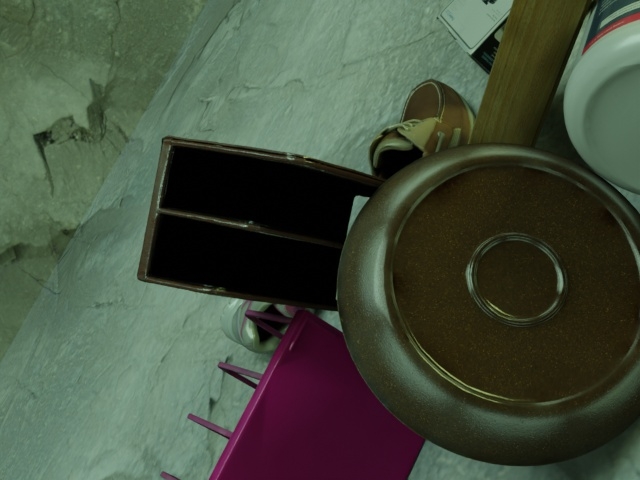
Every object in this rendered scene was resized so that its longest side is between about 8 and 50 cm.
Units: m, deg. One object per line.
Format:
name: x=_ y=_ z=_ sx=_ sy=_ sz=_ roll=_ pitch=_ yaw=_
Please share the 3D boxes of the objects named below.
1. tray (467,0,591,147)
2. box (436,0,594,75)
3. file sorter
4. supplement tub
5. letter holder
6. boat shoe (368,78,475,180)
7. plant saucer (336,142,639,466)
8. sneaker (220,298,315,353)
tray: x=0.244 y=-0.251 z=1.004 sx=0.411 sy=0.076 sz=0.203 roll=101 pitch=-168 yaw=-49
box: x=0.305 y=-0.360 z=1.295 sx=0.290 sy=0.087 sz=0.169 roll=-46 pitch=28 yaw=16
file sorter: x=-0.046 y=0.246 z=1.057 sx=0.182 sy=0.202 sz=0.290 roll=0 pitch=59 yaw=62
supplement tub: x=0.346 y=-0.187 z=0.895 sx=0.191 sy=0.191 sz=0.272 roll=-25 pitch=29 yaw=45
letter holder: x=0.000 y=0.000 z=1.012 sx=0.214 sy=0.302 sz=0.152 roll=10 pitch=89 yaw=41
boat shoe: x=0.129 y=-0.110 z=1.263 sx=0.123 sy=0.116 sz=0.324 roll=-33 pitch=34 yaw=36
plant saucer: x=0.171 y=0.041 z=0.848 sx=0.050 sy=0.311 sz=0.310 roll=98 pitch=-165 yaw=-69
sneaker: x=-0.038 y=0.065 z=1.370 sx=0.252 sy=0.103 sz=0.111 roll=-58 pitch=30 yaw=8
